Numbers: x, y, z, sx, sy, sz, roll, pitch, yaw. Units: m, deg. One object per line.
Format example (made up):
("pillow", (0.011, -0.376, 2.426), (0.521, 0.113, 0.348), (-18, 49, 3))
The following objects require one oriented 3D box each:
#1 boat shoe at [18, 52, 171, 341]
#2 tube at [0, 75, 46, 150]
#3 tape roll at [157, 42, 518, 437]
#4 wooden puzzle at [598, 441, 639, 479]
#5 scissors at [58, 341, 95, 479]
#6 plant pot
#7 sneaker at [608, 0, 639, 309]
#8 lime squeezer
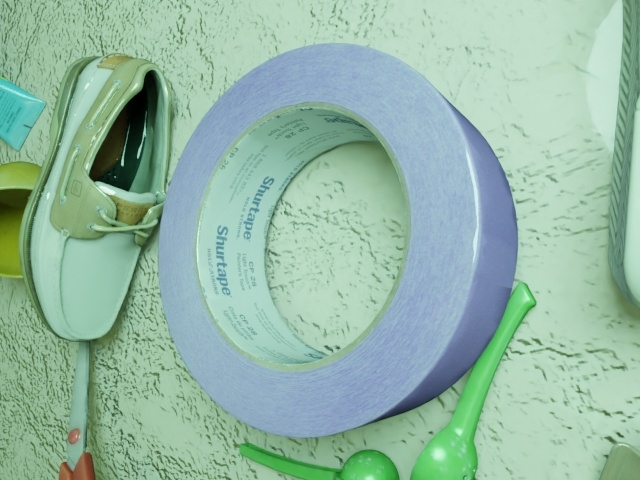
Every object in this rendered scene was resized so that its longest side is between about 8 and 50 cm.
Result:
("boat shoe", (-0.221, -0.040, 0.544), (0.103, 0.113, 0.303), (8, 93, 35))
("tube", (-0.454, -0.205, 0.668), (0.207, 0.052, 0.080), (37, 116, -14))
("tape roll", (0.000, 0.000, 0.410), (0.274, 0.090, 0.275), (-5, 80, 33))
("wooden puzzle", (0.211, 0.172, 0.334), (0.078, 0.014, 0.117), (41, 135, 41))
("scissors", (-0.264, 0.227, 0.559), (0.109, 0.021, 0.297), (-35, 55, 9))
("plant pot", (-0.344, -0.037, 0.618), (0.134, 0.134, 0.095), (-46, 45, 22))
("sneaker", (0.245, -0.132, 0.280), (0.148, 0.131, 0.351), (3, 97, 23))
("lime squeezer", (0.050, 0.159, 0.423), (0.310, 0.058, 0.110), (-37, 73, 26))
